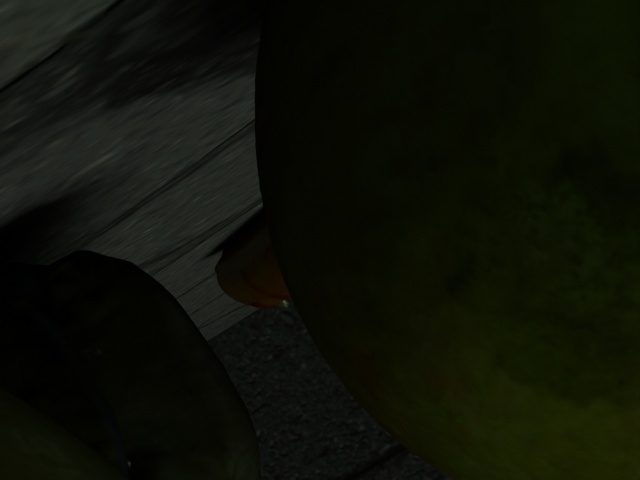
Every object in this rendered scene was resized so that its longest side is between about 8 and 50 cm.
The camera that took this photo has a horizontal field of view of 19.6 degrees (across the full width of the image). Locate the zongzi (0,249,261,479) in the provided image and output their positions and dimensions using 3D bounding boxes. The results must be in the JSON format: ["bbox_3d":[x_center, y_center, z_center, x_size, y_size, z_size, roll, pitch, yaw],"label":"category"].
[{"bbox_3d":[-0.215,0.154,0.768,0.393,0.174,0.356,-25,171,-17],"label":"zongzi"}]

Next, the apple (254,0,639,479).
[{"bbox_3d":[0.098,-0.040,0.522,0.246,0.246,0.226,-32,159,4],"label":"apple"}]

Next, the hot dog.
[{"bbox_3d":[0.000,0.000,1.303,0.104,0.076,0.250,-31,175,-29],"label":"hot dog"}]

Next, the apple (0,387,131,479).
[{"bbox_3d":[-0.141,0.159,0.378,0.254,0.292,0.292,12,146,-42],"label":"apple"}]
